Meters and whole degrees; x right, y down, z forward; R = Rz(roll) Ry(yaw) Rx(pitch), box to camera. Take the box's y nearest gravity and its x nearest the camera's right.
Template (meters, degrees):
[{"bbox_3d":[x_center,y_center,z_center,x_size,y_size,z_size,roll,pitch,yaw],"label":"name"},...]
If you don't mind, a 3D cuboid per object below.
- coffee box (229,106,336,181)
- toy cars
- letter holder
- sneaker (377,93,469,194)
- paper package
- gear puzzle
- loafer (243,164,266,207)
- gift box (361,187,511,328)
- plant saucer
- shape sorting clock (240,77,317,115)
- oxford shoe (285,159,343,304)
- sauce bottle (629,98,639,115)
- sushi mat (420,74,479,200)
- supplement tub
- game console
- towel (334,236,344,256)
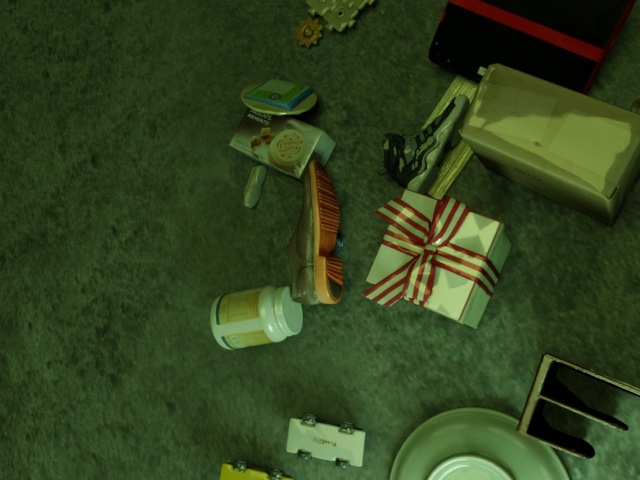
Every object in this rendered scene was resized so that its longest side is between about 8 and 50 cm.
[{"bbox_3d":[-0.103,-0.258,1.705,0.246,0.098,0.141,28,90,26],"label":"coffee box"},{"bbox_3d":[-0.063,0.530,1.518,0.393,0.087,0.176,-35,72,9],"label":"toy cars"},{"bbox_3d":[0.511,0.325,1.196,0.214,0.302,0.152,19,86,25],"label":"letter holder"},{"bbox_3d":[0.241,-0.249,1.534,0.153,0.101,0.268,31,94,25],"label":"sneaker"},{"bbox_3d":[0.491,-0.193,1.321,0.325,0.309,0.168,30,95,26],"label":"paper package"},{"bbox_3d":[0.062,-0.665,1.766,0.339,0.044,0.175,-47,67,10],"label":"gear puzzle"},{"bbox_3d":[-0.185,-0.149,1.751,0.039,0.045,0.125,8,74,42],"label":"loafer"},{"bbox_3d":[0.243,0.046,1.400,0.276,0.258,0.255,17,84,24],"label":"gift box"},{"bbox_3d":[0.325,0.557,1.335,0.400,0.100,0.400,-5,76,21],"label":"plant saucer"},{"bbox_3d":[-0.112,-0.384,1.709,0.206,0.206,0.040,21,129,26],"label":"shape sorting clock"},{"bbox_3d":[-0.031,-0.021,1.574,0.132,0.130,0.364,-9,74,27],"label":"oxford shoe"},{"bbox_3d":[0.808,-0.207,1.301,0.344,0.111,0.111,17,85,24],"label":"sauce bottle"},{"bbox_3d":[0.324,-0.264,1.570,0.151,0.019,0.316,35,93,27],"label":"sushi mat"},{"bbox_3d":[-0.160,0.191,1.600,0.199,0.144,0.144,-12,73,20],"label":"supplement tub"},{"bbox_3d":[0.471,-0.503,1.448,0.386,0.060,0.342,30,123,18],"label":"game console"},{"bbox_3d":[0.000,0.000,1.640,0.119,0.029,0.067,34,91,25],"label":"towel"}]
